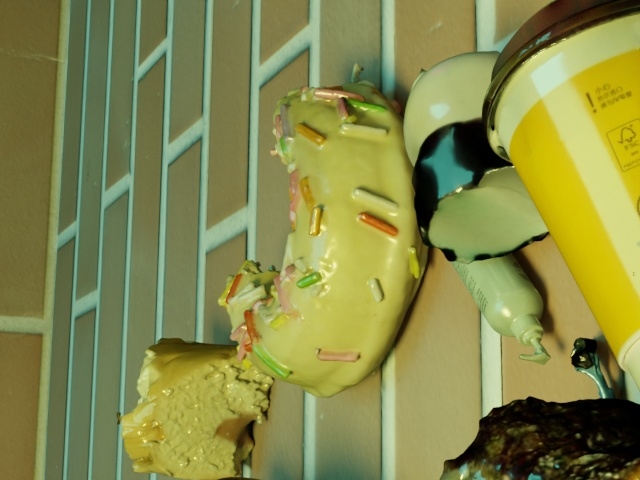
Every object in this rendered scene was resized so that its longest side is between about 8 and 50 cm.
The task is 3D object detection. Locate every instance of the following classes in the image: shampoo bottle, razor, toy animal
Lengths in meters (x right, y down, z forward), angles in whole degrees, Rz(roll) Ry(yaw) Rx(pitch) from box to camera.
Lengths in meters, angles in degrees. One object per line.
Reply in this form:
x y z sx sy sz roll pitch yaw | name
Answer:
0.170 0.049 1.197 0.195 0.056 0.056 -117 39 -50 | shampoo bottle
0.224 0.205 1.051 0.082 0.042 0.253 21 -109 -70 | razor
0.156 -0.085 1.173 0.166 0.138 0.179 -17 59 20 | toy animal

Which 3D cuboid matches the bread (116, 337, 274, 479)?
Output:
-0.201 0.233 1.811 0.224 0.211 0.184 5 96 61 | bread

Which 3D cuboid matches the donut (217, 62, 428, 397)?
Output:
0.000 0.010 1.478 0.307 0.150 0.371 -121 44 -54 | donut

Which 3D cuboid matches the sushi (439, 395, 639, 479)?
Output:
0.180 0.282 0.880 0.207 0.234 0.349 -149 51 -63 | sushi

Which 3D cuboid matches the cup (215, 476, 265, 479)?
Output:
-0.087 0.397 1.534 0.239 0.166 0.177 -29 -47 -83 | cup

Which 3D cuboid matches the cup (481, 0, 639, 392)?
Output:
0.238 -0.035 0.917 0.196 0.196 0.280 -53 47 50 | cup
